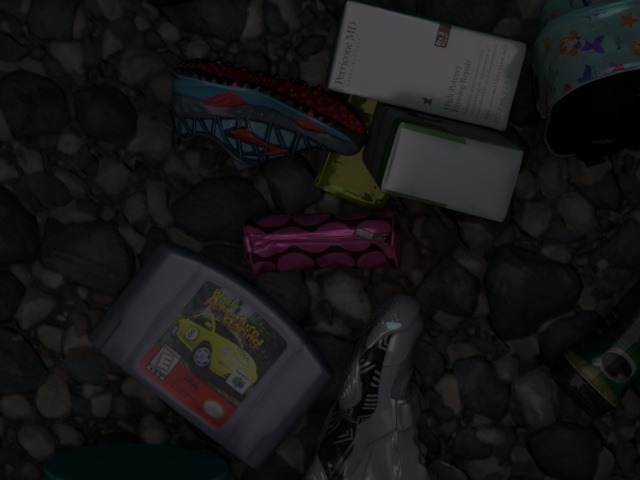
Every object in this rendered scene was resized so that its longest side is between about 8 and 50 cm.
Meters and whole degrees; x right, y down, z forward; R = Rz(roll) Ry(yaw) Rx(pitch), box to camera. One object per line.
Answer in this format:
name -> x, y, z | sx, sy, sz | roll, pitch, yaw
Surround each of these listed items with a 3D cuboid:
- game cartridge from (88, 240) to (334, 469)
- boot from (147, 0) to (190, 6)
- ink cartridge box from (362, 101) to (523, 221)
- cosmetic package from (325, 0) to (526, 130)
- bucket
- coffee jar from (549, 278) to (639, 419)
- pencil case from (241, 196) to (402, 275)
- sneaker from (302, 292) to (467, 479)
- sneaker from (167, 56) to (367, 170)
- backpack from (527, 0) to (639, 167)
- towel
game cartridge -> -0.138, 0.145, 1.879 | 0.294, 0.060, 0.196 | 38, 96, -3
boot -> -0.093, -0.439, 1.745 | 0.338, 0.118, 0.223 | -16, 93, 2
ink cartridge box -> 0.143, -0.101, 1.724 | 0.154, 0.212, 0.093 | 13, 100, -7
cosmetic package -> 0.129, -0.221, 1.760 | 0.231, 0.085, 0.117 | 12, 102, -3
bucket -> -0.242, 0.377, 1.822 | 0.281, 0.281, 0.183 | 2, 94, 4
coffee jar -> 0.389, 0.141, 1.825 | 0.096, 0.079, 0.184 | 44, 99, -6
pencil case -> 0.000, 0.000, 1.819 | 0.209, 0.098, 0.095 | -5, 100, 6
sneaker -> 0.111, 0.257, 1.841 | 0.210, 0.137, 0.366 | 21, 106, 0
sneaker -> -0.068, -0.146, 1.810 | 0.262, 0.104, 0.125 | 19, 118, 9
backpack -> 0.359, -0.213, 1.680 | 0.225, 0.253, 0.191 | -11, 79, 7
towel -> 0.078, -0.161, 1.824 | 0.102, 0.021, 0.237 | 22, 101, 1
